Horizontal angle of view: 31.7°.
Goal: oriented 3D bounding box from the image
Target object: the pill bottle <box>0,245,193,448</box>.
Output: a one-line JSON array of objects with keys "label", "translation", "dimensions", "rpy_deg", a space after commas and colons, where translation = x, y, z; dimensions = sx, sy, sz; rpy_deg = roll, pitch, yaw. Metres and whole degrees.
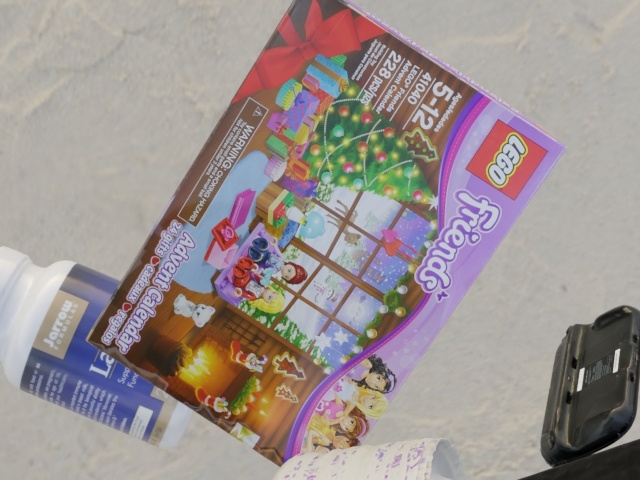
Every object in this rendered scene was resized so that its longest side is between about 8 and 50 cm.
[{"label": "pill bottle", "translation": [-0.253, 0.113, 1.240], "dimensions": [0.264, 0.153, 0.153], "rpy_deg": [23, 68, -4]}]

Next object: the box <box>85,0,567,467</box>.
[{"label": "box", "translation": [0.000, 0.000, 0.770], "dimensions": [0.201, 0.057, 0.293], "rpy_deg": [33, 103, 0]}]

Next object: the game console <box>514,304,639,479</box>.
[{"label": "game console", "translation": [0.259, 0.177, 1.040], "dimensions": [0.044, 0.213, 0.361], "rpy_deg": [52, 33, -18]}]

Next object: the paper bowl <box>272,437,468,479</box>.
[{"label": "paper bowl", "translation": [0.067, 0.244, 0.575], "dimensions": [0.148, 0.284, 0.284], "rpy_deg": [-9, 73, 13]}]
